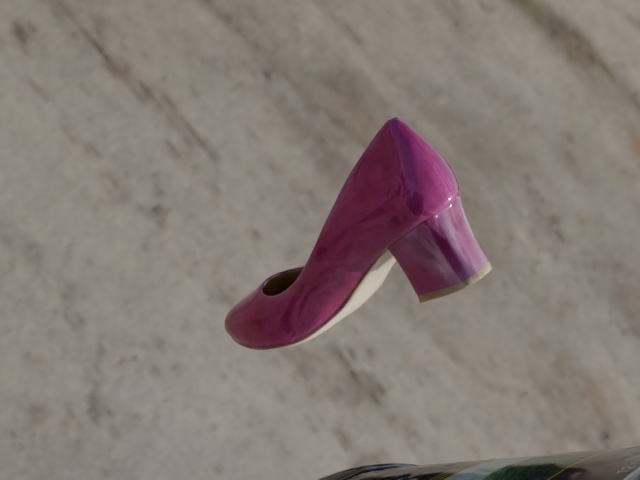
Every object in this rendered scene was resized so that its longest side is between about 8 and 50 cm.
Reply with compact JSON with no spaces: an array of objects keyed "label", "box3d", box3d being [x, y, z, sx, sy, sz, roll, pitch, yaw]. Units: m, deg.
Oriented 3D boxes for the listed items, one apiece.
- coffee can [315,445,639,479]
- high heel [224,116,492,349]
[{"label":"coffee can","box3d":[0.096,0.189,0.703,0.201,0.275,0.202,6,78,-27]},{"label":"high heel","box3d":[0.000,0.000,1.129,0.082,0.244,0.117,-36,101,-39]}]
